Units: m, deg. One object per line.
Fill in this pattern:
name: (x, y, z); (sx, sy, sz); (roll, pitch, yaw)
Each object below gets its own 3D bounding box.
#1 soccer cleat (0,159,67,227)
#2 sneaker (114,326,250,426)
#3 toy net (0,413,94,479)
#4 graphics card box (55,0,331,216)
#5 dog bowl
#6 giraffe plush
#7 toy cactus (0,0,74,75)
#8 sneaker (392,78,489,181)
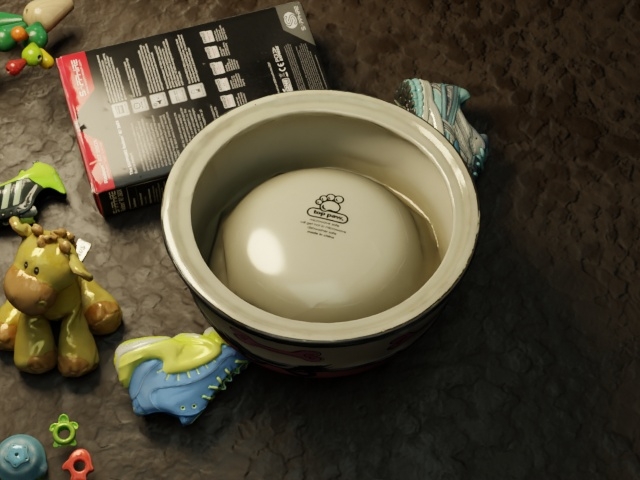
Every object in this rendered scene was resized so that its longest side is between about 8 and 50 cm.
soccer cleat: (-0.440, -0.044, 1.868); (0.179, 0.060, 0.072); (-34, 74, -19)
sneaker: (-0.150, 0.179, 1.783); (0.240, 0.091, 0.126); (-9, 86, -7)
toy net: (-0.339, 0.348, 1.713); (0.122, 0.045, 0.232); (-17, 70, -12)
graphics card box: (-0.171, -0.193, 1.927); (0.371, 0.094, 0.233); (-16, 68, -8)
dog bowl: (0.000, 0.000, 1.744); (0.408, 0.150, 0.408); (0, 54, -1)
giraffe plush: (-0.357, 0.059, 1.765); (0.181, 0.170, 0.210); (7, 66, 1)
toy cactus: (-0.432, -0.294, 1.928); (0.180, 0.219, 0.112); (-38, 118, -22)
sneaker: (0.192, -0.106, 1.902); (0.122, 0.110, 0.283); (-4, 71, -17)
